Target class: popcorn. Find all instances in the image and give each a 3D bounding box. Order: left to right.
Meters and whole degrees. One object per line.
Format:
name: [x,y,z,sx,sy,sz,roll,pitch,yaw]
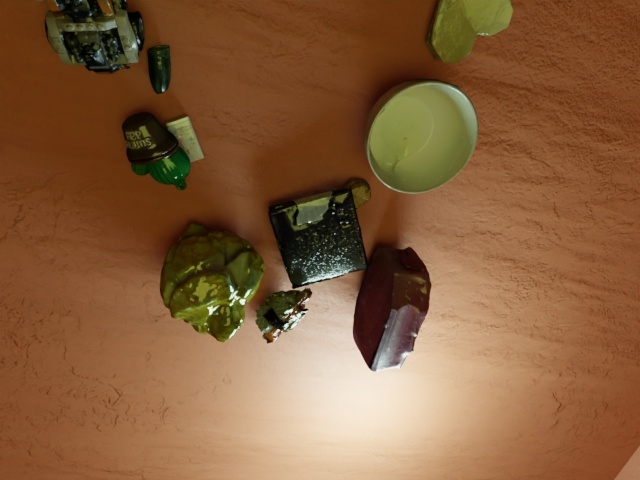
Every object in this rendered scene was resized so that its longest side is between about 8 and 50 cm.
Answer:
popcorn: [-0.257,0.105,1.511,0.277,0.225,0.276,-14,130,-18]

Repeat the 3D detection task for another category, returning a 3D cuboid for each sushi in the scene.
sushi: [-0.106,0.188,1.664,0.103,0.097,0.226,23,127,-34]

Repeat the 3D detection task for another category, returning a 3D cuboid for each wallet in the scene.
wallet: [0.000,0.000,1.587,0.221,0.071,0.262,-13,124,3]

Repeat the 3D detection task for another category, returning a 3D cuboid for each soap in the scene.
soap: [0.193,0.178,1.680,0.127,0.220,0.324,6,119,-24]

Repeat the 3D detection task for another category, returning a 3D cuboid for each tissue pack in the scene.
tissue pack: [-0.312,-0.232,1.414,0.056,0.023,0.108,-17,122,-4]

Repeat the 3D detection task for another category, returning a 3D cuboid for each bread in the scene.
bread: [0.091,-0.119,1.580,0.081,0.046,0.083,8,115,-26]

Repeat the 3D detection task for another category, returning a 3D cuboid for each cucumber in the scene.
cucumber: [-0.344,-0.363,1.314,0.048,0.048,0.105,-4,120,-14]

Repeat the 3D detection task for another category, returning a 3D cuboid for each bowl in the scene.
bowl: [0.225,-0.264,1.475,0.277,0.145,0.277,-7,119,-12]

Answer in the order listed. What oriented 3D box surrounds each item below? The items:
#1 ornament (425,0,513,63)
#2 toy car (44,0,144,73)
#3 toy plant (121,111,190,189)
ornament: [0.325,-0.523,1.406,0.201,0.059,0.180,-35,119,8]
toy car: [-0.440,-0.442,1.159,0.193,0.118,0.301,-2,144,-4]
toy plant: [-0.371,-0.188,1.375,0.143,0.105,0.200,-5,130,18]
